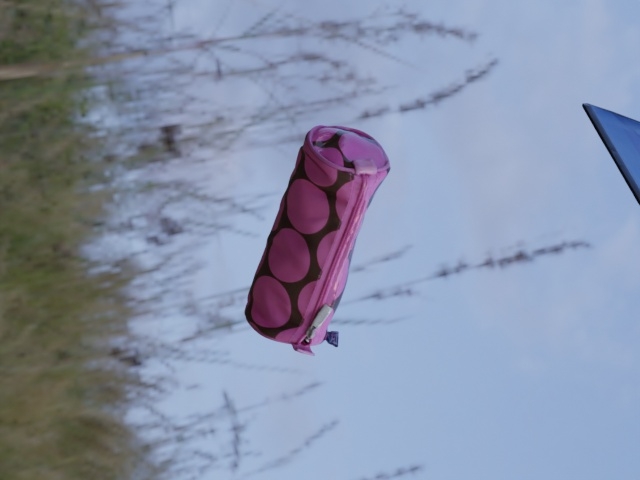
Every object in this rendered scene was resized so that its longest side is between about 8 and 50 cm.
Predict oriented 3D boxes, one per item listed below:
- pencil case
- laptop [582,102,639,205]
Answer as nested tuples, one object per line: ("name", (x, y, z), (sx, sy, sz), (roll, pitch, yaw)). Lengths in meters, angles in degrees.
("pencil case", (0.000, 0.000, 1.328), (0.098, 0.095, 0.209), (-116, -141, -61))
("laptop", (0.482, -0.121, 1.660), (0.136, 0.264, 0.234), (55, 13, -35))
